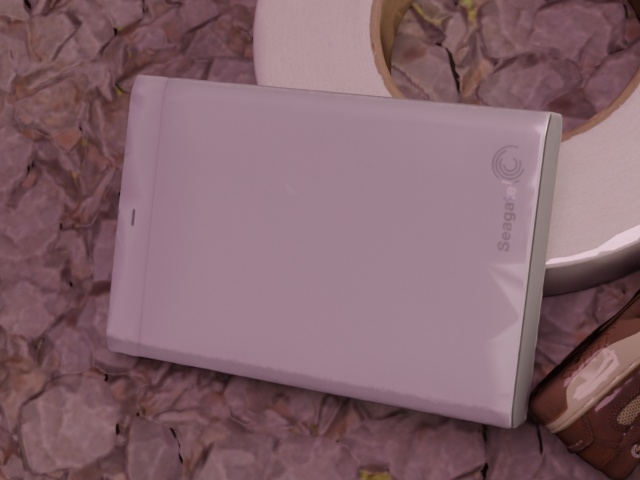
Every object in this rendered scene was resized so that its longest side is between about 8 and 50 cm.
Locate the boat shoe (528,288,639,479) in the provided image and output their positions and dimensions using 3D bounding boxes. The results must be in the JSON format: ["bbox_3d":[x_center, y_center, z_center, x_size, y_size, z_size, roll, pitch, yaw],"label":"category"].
[{"bbox_3d":[0.260,0.056,0.906,0.257,0.095,0.095,-42,85,-2],"label":"boat shoe"}]

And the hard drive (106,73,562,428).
[{"bbox_3d":[0.000,0.000,0.928,0.307,0.040,0.203,8,94,25],"label":"hard drive"}]

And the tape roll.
[{"bbox_3d":[0.142,-0.151,1.004,0.392,0.072,0.392,-4,70,10],"label":"tape roll"}]
